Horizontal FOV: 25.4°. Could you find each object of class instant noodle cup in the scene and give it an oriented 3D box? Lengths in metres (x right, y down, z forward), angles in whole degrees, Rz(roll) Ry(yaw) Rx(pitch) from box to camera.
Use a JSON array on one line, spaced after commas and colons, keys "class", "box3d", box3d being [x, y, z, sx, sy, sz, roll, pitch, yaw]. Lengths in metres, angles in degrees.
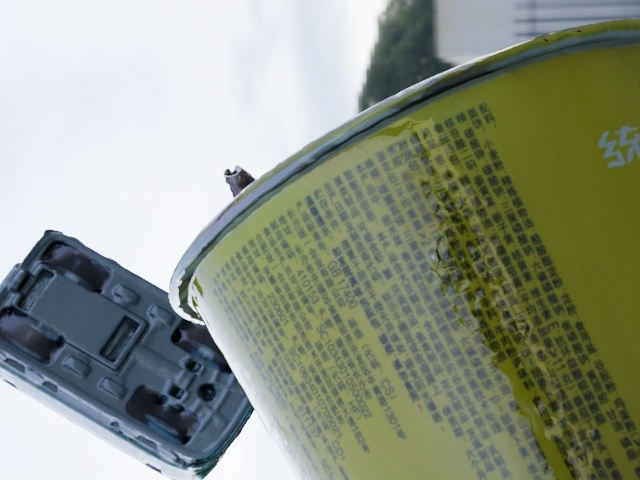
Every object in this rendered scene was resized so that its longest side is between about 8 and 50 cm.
[{"class": "instant noodle cup", "box3d": [0.114, 0.075, 0.747, 0.254, 0.325, 0.325, 65, -178, 17]}]

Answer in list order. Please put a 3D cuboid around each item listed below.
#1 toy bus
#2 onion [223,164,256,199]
[{"class": "toy bus", "box3d": [-0.240, 0.157, 1.735, 0.184, 0.343, 0.199, -56, -7, -25]}, {"class": "onion", "box3d": [0.000, 0.000, 1.030, 0.151, 0.098, 0.206, 64, -167, -13]}]
